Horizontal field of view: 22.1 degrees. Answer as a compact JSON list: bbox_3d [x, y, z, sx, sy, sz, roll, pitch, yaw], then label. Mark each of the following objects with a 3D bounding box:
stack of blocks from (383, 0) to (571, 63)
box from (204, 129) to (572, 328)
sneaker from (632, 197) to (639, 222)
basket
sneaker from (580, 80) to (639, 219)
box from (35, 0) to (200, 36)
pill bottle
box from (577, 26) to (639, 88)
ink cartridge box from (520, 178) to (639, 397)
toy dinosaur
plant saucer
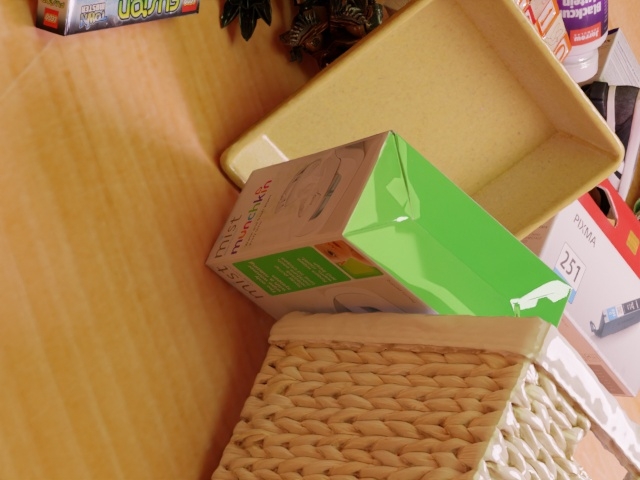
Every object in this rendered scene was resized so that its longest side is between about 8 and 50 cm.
[{"bbox_3d":[0.190,-0.247,1.902,0.171,0.087,0.297,-56,152,-11],"label":"stack of blocks"},{"bbox_3d":[0.065,0.032,1.578,0.262,0.231,0.127,39,61,-26],"label":"box"},{"bbox_3d":[0.526,-0.037,2.425,0.182,0.158,0.410,15,60,-33],"label":"sneaker"},{"bbox_3d":[0.114,0.258,1.509,0.328,0.331,0.266,47,55,-35],"label":"basket"},{"bbox_3d":[0.388,-0.135,2.305,0.079,0.121,0.217,-60,161,-50],"label":"sneaker"},{"bbox_3d":[-0.179,-0.258,1.516,0.207,0.036,0.114,-23,127,-56],"label":"box"},{"bbox_3d":[0.322,-0.308,2.136,0.108,0.108,0.193,-57,148,-48],"label":"pill bottle"},{"bbox_3d":[0.415,-0.216,2.371,0.126,0.072,0.137,57,39,-25],"label":"box"},{"bbox_3d":[0.371,0.023,2.183,0.296,0.066,0.261,46,57,-37],"label":"ink cartridge box"},{"bbox_3d":[-0.010,-0.289,1.760,0.322,0.164,0.218,54,20,0],"label":"toy dinosaur"},{"bbox_3d":[0.106,-0.105,1.724,0.333,0.333,0.081,46,12,-37],"label":"plant saucer"}]
